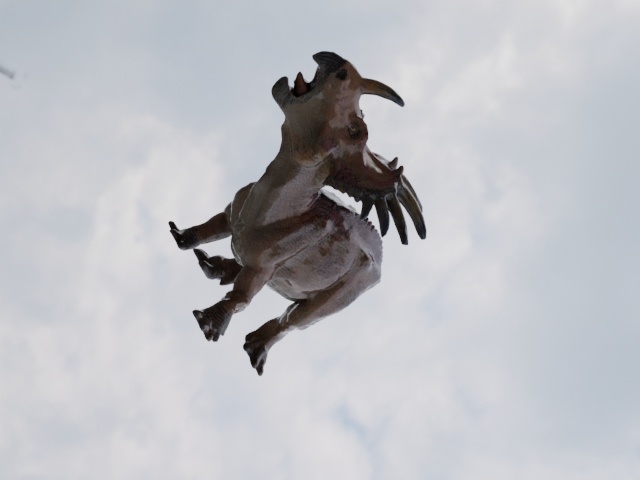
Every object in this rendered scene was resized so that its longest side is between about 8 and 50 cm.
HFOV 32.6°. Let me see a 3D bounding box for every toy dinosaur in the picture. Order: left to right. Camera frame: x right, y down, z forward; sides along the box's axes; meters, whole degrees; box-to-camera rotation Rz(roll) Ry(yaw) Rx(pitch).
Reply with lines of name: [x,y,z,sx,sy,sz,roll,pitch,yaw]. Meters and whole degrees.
toy dinosaur: [0.000,0.000,0.856,0.200,0.296,0.127,-28,-113,2]
